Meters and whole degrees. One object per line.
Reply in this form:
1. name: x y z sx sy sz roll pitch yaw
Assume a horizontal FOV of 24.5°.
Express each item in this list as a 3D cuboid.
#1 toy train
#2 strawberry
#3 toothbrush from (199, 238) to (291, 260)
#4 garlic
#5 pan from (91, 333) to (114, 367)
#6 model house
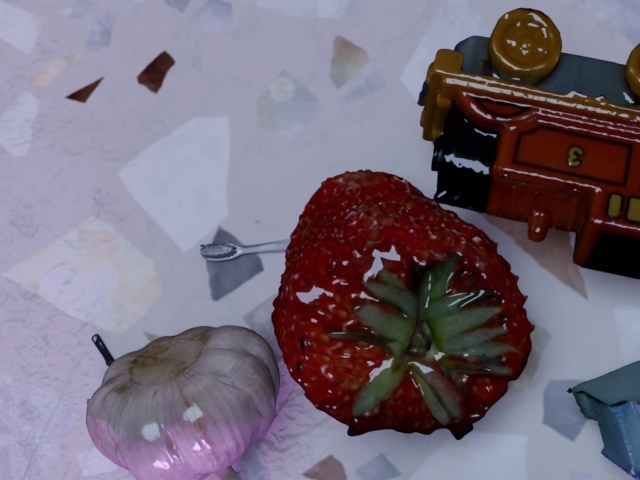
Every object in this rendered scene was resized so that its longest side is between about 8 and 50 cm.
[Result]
1. toy train: 0.277 -0.092 1.532 0.369 0.163 0.232 12 66 5
2. strawberry: 0.080 0.066 1.559 0.261 0.257 0.261 -3 107 -8
3. toothbrush: 0.000 0.000 1.680 0.288 0.024 0.021 -6 79 12
4. garlic: -0.132 0.213 1.605 0.218 0.218 0.212 -21 111 8
5. pan: -0.236 0.153 1.702 0.068 0.023 0.115 -39 72 4
6. model house: 0.354 0.203 1.515 0.148 0.119 0.149 -18 98 -14
